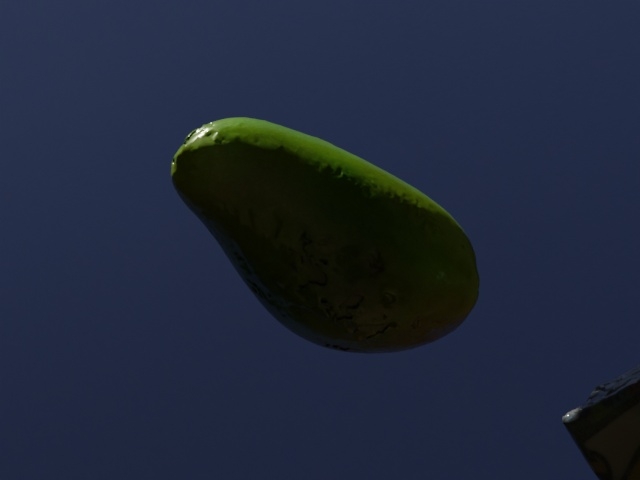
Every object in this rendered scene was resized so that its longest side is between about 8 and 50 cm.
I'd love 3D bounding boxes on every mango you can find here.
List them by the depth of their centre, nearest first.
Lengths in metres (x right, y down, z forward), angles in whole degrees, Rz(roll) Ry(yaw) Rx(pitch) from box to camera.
[{"bbox_3d":[0.000,0.000,0.968,0.233,0.111,0.125,27,-125,-18],"label":"mango"}]

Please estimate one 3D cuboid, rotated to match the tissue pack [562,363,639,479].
[{"bbox_3d":[0.221,0.126,0.759,0.115,0.065,0.155,-35,-96,33],"label":"tissue pack"}]
